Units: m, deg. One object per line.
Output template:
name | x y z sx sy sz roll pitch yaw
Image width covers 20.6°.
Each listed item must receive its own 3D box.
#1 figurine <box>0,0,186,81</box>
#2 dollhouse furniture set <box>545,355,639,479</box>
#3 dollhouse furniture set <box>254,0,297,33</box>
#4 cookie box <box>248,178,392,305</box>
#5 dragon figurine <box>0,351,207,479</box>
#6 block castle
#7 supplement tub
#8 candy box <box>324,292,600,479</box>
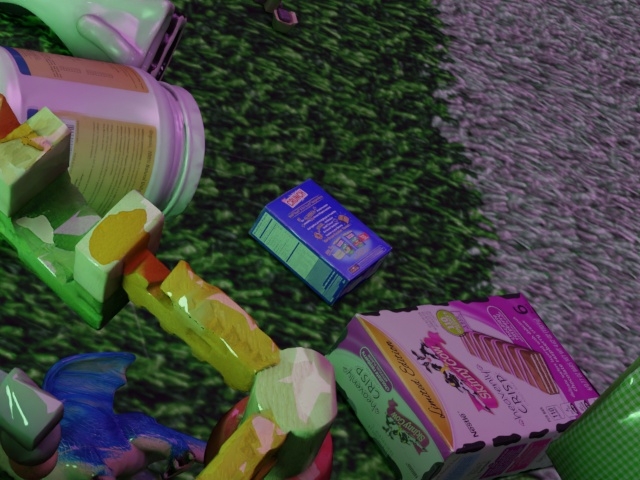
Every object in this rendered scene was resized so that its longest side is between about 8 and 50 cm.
figurine | -0.243 -0.218 1.635 0.209 0.092 0.215 25 2 -1
dollhouse furniture set | 0.205 0.244 1.288 0.197 0.301 0.151 48 33 16
dollhouse furniture set | -0.073 -0.298 1.941 0.114 0.081 0.091 15 37 -27
cookie box | 0.000 0.000 1.662 0.107 0.040 0.092 41 34 10
dragon figurine | -0.169 0.137 1.298 0.289 0.085 0.144 -8 52 -45
block castle | -0.235 0.080 1.108 0.453 0.213 0.303 41 66 9
supplement tub | -0.213 -0.083 1.486 0.199 0.144 0.144 6 42 -37
candy box | 0.135 0.134 1.582 0.233 0.071 0.159 -6 51 -44
